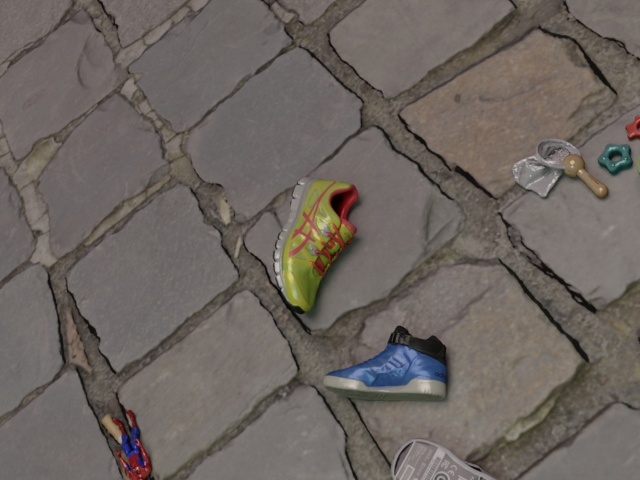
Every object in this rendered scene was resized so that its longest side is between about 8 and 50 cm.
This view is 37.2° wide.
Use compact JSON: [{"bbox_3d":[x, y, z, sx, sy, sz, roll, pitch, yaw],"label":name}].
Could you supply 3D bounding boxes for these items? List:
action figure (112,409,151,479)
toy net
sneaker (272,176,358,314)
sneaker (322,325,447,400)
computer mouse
[{"bbox_3d":[-0.252,0.282,1.273,0.038,0.030,0.115,-30,54,3],"label":"action figure"},{"bbox_3d":[0.346,-0.110,1.172,0.232,0.045,0.122,2,63,30],"label":"toy net"},{"bbox_3d":[0.000,0.000,1.272,0.094,0.081,0.209,-3,60,25],"label":"sneaker"},{"bbox_3d":[0.079,0.147,1.151,0.152,0.058,0.085,-3,66,23],"label":"sneaker"},{"bbox_3d":[0.166,0.279,1.040,0.193,0.042,0.106,27,81,31],"label":"computer mouse"}]
